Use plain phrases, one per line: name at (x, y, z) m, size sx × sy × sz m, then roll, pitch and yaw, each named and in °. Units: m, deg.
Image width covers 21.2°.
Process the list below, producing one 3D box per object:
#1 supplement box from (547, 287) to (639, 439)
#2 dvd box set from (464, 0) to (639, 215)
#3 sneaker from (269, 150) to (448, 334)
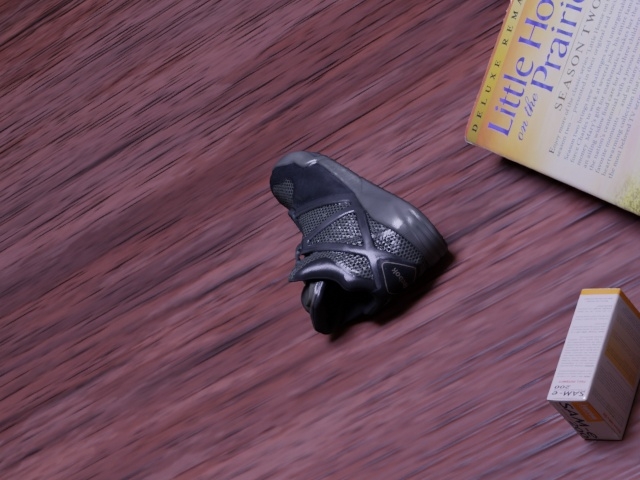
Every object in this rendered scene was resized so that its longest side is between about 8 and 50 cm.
supplement box at (0.211, 0.093, 1.289) m, size 0.036 × 0.062 × 0.098 m, roll -3°, pitch 54°, yaw 40°
dvd box set at (0.307, -0.159, 1.339) m, size 0.420 × 0.062 × 0.307 m, roll 28°, pitch 102°, yaw 51°
sneaker at (0.000, 0.000, 1.545) m, size 0.130 × 0.087 × 0.227 m, roll -45°, pitch 43°, yaw -11°
